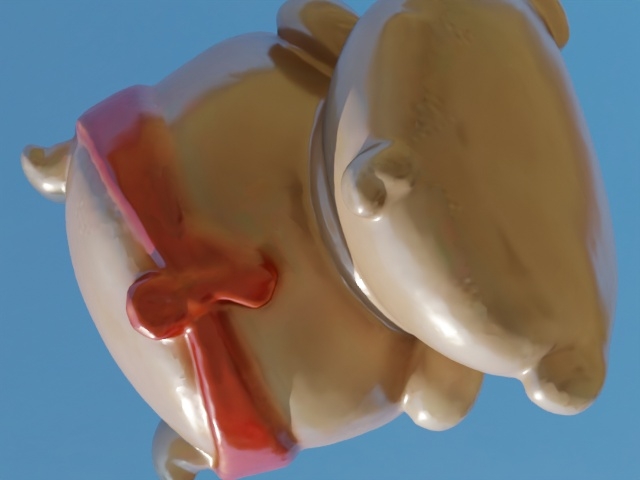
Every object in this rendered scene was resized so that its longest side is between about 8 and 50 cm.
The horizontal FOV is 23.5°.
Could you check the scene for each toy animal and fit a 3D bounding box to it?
[{"bbox_3d":[0.000,0.000,0.543,0.171,0.197,0.171,34,-132,-47],"label":"toy animal"}]
